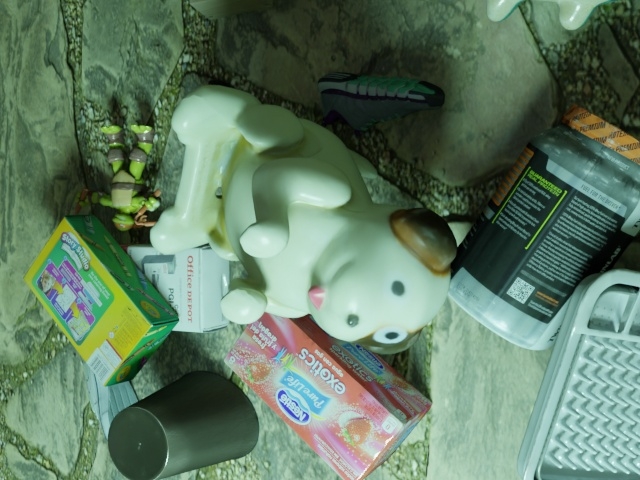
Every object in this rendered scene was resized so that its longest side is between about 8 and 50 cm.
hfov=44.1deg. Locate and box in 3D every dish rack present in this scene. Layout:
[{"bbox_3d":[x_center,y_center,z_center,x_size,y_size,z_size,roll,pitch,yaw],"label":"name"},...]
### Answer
[{"bbox_3d":[0.408,0.202,1.072,0.072,0.286,0.332,33,110,64],"label":"dish rack"}]

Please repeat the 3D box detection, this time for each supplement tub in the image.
[{"bbox_3d":[0.329,-0.019,1.113,0.194,0.194,0.316,38,107,21],"label":"supplement tub"}]

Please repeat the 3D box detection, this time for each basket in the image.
[{"bbox_3d":[-0.251,0.331,1.389,0.204,0.227,0.154,28,103,24],"label":"basket"}]

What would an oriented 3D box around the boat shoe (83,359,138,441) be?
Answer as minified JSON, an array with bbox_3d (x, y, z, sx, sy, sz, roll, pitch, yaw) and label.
[{"bbox_3d":[-0.415,0.311,1.562,0.076,0.083,0.226,-28,67,36],"label":"boat shoe"}]

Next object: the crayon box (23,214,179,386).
[{"bbox_3d":[-0.404,0.105,1.440,0.278,0.081,0.165,47,112,18],"label":"crayon box"}]

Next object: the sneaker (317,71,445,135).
[{"bbox_3d":[0.100,-0.217,1.301,0.224,0.083,0.098,14,118,30],"label":"sneaker"}]

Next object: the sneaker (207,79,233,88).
[{"bbox_3d":[-0.163,-0.215,1.437,0.161,0.057,0.075,50,127,15],"label":"sneaker"}]

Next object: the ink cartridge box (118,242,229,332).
[{"bbox_3d":[-0.283,0.085,1.475,0.218,0.092,0.158,0,92,25],"label":"ink cartridge box"}]

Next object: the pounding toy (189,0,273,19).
[{"bbox_3d":[-0.123,-0.505,1.389,0.206,0.094,0.180,-7,83,17],"label":"pounding toy"}]

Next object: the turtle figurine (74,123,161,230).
[{"bbox_3d":[-0.361,-0.109,1.512,0.270,0.087,0.217,2,87,35],"label":"turtle figurine"}]

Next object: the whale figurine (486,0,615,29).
[{"bbox_3d":[0.361,-0.408,1.143,0.272,0.141,0.216,-16,83,50],"label":"whale figurine"}]

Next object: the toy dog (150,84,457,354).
[{"bbox_3d":[0.000,0.000,1.157,0.408,0.396,0.284,41,118,32],"label":"toy dog"}]

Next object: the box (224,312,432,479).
[{"bbox_3d":[0.012,0.233,1.300,0.300,0.154,0.142,41,108,19],"label":"box"}]
